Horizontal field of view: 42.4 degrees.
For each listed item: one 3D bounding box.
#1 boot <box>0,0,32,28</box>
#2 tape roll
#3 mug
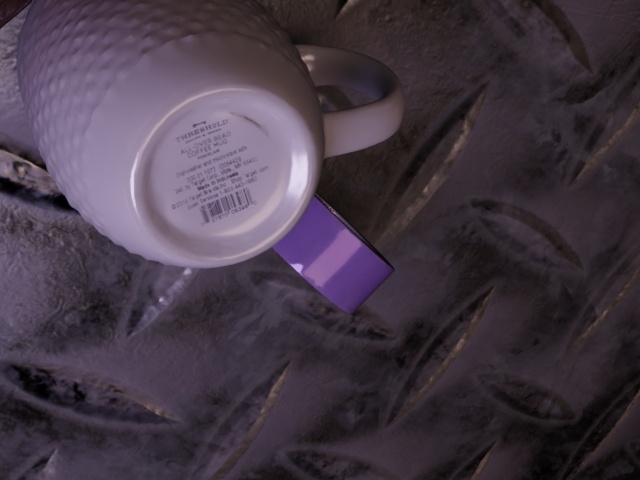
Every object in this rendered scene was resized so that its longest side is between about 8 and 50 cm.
[{"bbox_3d":[-0.329,-0.248,0.799,0.114,0.037,0.106,-60,159,-29],"label":"boot"},{"bbox_3d":[0.000,0.000,1.043,0.080,0.189,0.189,-47,126,5],"label":"tape roll"},{"bbox_3d":[-0.096,-0.134,0.833,0.374,0.328,0.276,-12,122,-20],"label":"mug"}]
